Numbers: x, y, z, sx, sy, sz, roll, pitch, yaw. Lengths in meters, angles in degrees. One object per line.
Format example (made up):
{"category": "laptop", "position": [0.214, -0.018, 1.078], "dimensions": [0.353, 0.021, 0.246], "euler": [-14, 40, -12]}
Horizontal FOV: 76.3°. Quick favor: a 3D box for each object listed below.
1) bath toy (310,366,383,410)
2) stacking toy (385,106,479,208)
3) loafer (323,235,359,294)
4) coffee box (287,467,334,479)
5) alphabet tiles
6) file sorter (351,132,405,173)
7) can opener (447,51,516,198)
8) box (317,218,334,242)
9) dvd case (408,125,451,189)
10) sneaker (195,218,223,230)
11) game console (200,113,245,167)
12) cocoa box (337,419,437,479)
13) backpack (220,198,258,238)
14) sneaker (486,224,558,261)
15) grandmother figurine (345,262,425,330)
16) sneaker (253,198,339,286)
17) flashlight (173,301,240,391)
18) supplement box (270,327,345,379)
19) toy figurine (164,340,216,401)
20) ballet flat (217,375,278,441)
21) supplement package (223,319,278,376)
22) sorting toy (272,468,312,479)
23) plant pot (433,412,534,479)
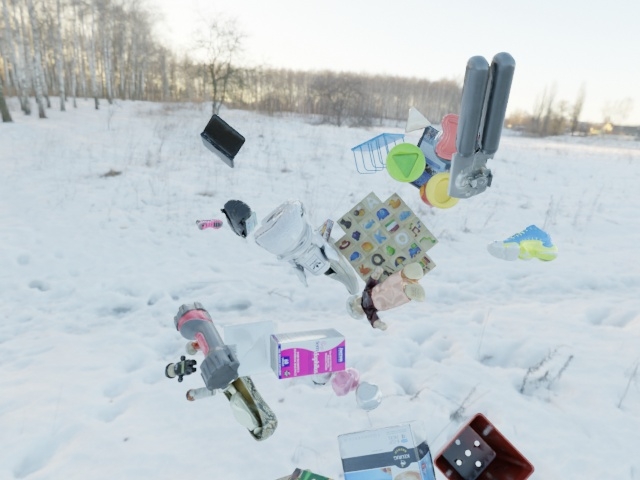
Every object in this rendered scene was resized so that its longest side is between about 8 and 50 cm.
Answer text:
{"category": "bath toy", "position": [0.083, 0.521, 1.519], "dimensions": [0.348, 0.129, 0.151], "euler": [20, 50, 35]}
{"category": "stacking toy", "position": [0.369, -0.281, 1.402], "dimensions": [0.279, 0.309, 0.130], "euler": [24, -2, -2]}
{"category": "loafer", "position": [0.061, 0.115, 1.700], "dimensions": [0.111, 0.320, 0.112], "euler": [-36, 26, -9]}
{"category": "coffee box", "position": [-0.041, 0.774, 1.254], "dimensions": [0.184, 0.040, 0.113], "euler": [-15, 19, 46]}
{"category": "alphabet tiles", "position": [0.224, 0.008, 1.419], "dimensions": [0.343, 0.285, 0.011], "euler": [51, 10, 13]}
{"category": "file sorter", "position": [0.221, -0.320, 1.518], "dimensions": [0.118, 0.105, 0.170], "euler": [-9, -3, -40]}
{"category": "can opener", "position": [0.267, -0.191, 0.711], "dimensions": [0.075, 0.284, 0.095], "euler": [-5, 47, 5]}
{"category": "box", "position": [0.000, 0.000, 1.427], "dimensions": [0.027, 0.094, 0.137], "euler": [29, 52, -16]}
{"category": "dvd case", "position": [0.425, -0.288, 1.521], "dimensions": [0.180, 0.253, 0.022], "euler": [28, -17, -11]}
{"category": "sneaker", "position": [-0.469, -0.074, 1.713], "dimensions": [0.119, 0.047, 0.057], "euler": [-4, 26, -44]}
{"category": "game console", "position": [-0.286, -0.291, 1.207], "dimensions": [0.122, 0.071, 0.107], "euler": [40, -15, 1]}
{"category": "cocoa box", "position": [0.225, 0.707, 1.283], "dimensions": [0.231, 0.228, 0.347], "euler": [-16, -25, 14]}
{"category": "backpack", "position": [-0.354, -0.094, 1.845], "dimensions": [0.152, 0.182, 0.115], "euler": [34, 63, 23]}
{"category": "sneaker", "position": [0.710, 0.005, 1.451], "dimensions": [0.239, 0.091, 0.126], "euler": [8, 59, 1]}
{"category": "grandmother figurine", "position": [0.194, 0.192, 1.326], "dimensions": [0.104, 0.208, 0.342], "euler": [22, -30, -23]}
{"category": "sneaker", "position": [-0.046, 0.013, 1.006], "dimensions": [0.137, 0.210, 0.366], "euler": [-39, 11, 2]}
{"category": "flashlight", "position": [-0.314, 0.279, 1.095], "dimensions": [0.103, 0.103, 0.304], "euler": [-5, 25, -29]}
{"category": "supplement box", "position": [-0.040, 0.353, 1.288], "dimensions": [0.219, 0.111, 0.114], "euler": [-3, 4, -19]}
{"category": "toy figurine", "position": [-0.484, 0.515, 1.623], "dimensions": [0.148, 0.210, 0.213], "euler": [-20, 19, 26]}
{"category": "ballet flat", "position": [-0.382, 0.722, 1.912], "dimensions": [0.483, 0.164, 0.182], "euler": [52, 16, 10]}
{"category": "supplement package", "position": [-0.274, 0.449, 1.696], "dimensions": [0.197, 0.200, 0.263], "euler": [-7, -14, -3]}
{"category": "sorting toy", "position": [-0.112, 1.029, 1.598], "dimensions": [0.208, 0.038, 0.193], "euler": [-13, 49, -9]}
{"category": "plant pot", "position": [0.616, 0.867, 1.622], "dimensions": [0.267, 0.267, 0.236], "euler": [45, -7, 16]}
